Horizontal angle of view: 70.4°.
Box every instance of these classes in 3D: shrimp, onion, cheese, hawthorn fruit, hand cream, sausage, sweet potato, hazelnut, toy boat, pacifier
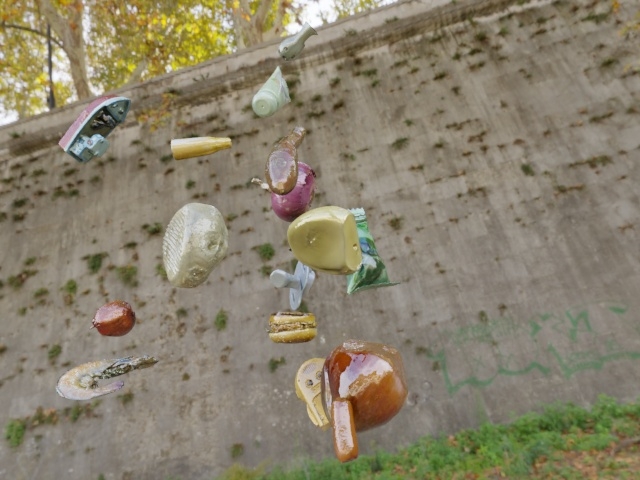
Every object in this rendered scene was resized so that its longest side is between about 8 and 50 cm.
[{"bbox_3d":[-0.547,0.355,1.184,0.251,0.052,0.143,-14,28,-30],"label":"shrimp"},{"bbox_3d":[-0.174,-0.293,2.686,0.345,0.358,0.358,26,2,31],"label":"onion"},{"bbox_3d":[0.000,0.000,1.687,0.315,0.260,0.128,4,12,41],"label":"cheese"},{"bbox_3d":[-0.945,0.364,2.091,0.173,0.174,0.179,-21,-17,24],"label":"hawthorn fruit"},{"bbox_3d":[-0.178,-0.555,1.731,0.093,0.306,0.147,-10,-59,18],"label":"hand cream"},{"bbox_3d":[0.076,0.603,1.455,0.076,0.198,0.076,-5,-30,-3],"label":"sausage"},{"bbox_3d":[-0.113,-0.267,1.452,0.109,0.385,0.109,3,-48,3],"label":"sweet potato"},{"bbox_3d":[0.155,0.541,1.682,0.315,0.372,0.372,34,-32,-7],"label":"hazelnut"},{"bbox_3d":[-0.900,-0.463,1.862,0.133,0.332,0.145,31,-12,10],"label":"toy boat"},{"bbox_3d":[-0.145,0.193,2.189,0.207,0.227,0.279,8,-62,-22],"label":"pacifier"}]

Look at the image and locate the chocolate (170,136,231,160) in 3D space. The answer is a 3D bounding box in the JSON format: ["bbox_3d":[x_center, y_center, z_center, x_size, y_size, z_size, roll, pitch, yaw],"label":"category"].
[{"bbox_3d":[-0.438,-0.345,1.684,0.219,0.086,0.086,-7,-20,-6],"label":"chocolate"}]

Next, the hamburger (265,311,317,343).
[{"bbox_3d":[-0.101,0.325,1.687,0.181,0.118,0.191,0,-8,10],"label":"hamburger"}]

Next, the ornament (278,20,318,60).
[{"bbox_3d":[-0.088,-0.739,1.699,0.156,0.075,0.081,-41,-28,12],"label":"ornament"}]

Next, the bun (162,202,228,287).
[{"bbox_3d":[-0.534,0.026,1.933,0.234,0.362,0.326,17,-15,-42],"label":"bun"}]

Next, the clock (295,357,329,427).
[{"bbox_3d":[0.013,0.714,2.179,0.244,0.317,0.200,-30,-26,-13],"label":"clock"}]

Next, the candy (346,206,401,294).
[{"bbox_3d":[0.158,0.039,1.965,0.262,0.398,0.172,-8,-17,-41],"label":"candy"}]
